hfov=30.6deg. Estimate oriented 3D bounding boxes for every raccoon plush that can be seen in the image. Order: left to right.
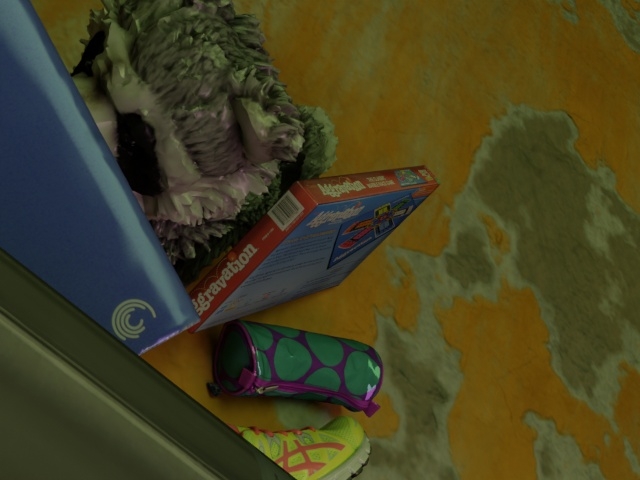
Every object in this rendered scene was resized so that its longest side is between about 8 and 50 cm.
[{"bbox_3d":[-0.066,-0.121,0.918,0.216,0.299,0.446,51,39,-4],"label":"raccoon plush"}]

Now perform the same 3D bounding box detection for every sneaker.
[{"bbox_3d":[-0.040,0.174,0.910,0.208,0.081,0.094,-26,81,-50],"label":"sneaker"}]

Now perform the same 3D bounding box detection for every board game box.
[{"bbox_3d":[0.000,0.000,0.963,0.027,0.145,0.281,50,21,11],"label":"board game box"}]

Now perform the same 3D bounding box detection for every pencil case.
[{"bbox_3d":[-0.018,0.109,0.989,0.152,0.064,0.070,13,39,-39],"label":"pencil case"}]

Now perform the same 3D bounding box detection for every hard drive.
[{"bbox_3d":[-0.235,-0.042,0.669,0.210,0.040,0.318,-29,96,-17],"label":"hard drive"}]

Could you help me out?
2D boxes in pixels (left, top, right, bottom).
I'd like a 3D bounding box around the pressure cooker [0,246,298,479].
[{"bbox_3d":[-0.211,0.157,0.441,0.420,0.370,0.375,41,51,-15],"label":"pressure cooker"}]
